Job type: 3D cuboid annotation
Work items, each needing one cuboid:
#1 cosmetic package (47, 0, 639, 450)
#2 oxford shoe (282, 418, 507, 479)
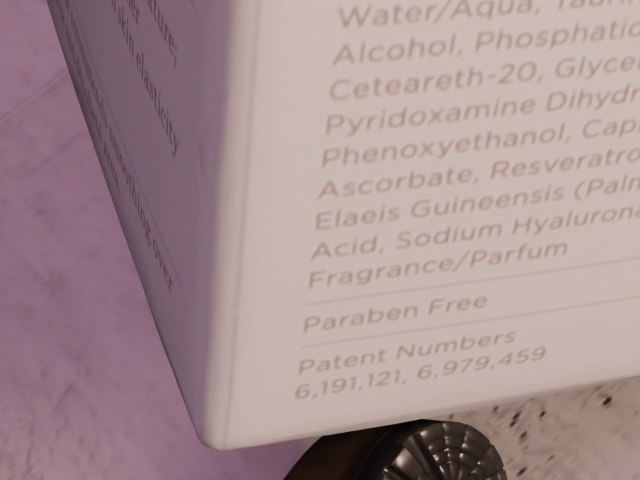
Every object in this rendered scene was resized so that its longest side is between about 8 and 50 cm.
[{"bbox_3d":[0.079,-0.189,0.578,0.327,0.393,0.329,-8,44,-16],"label":"cosmetic package"},{"bbox_3d":[-0.018,0.167,0.616,0.227,0.083,0.096,-53,28,-20],"label":"oxford shoe"}]
